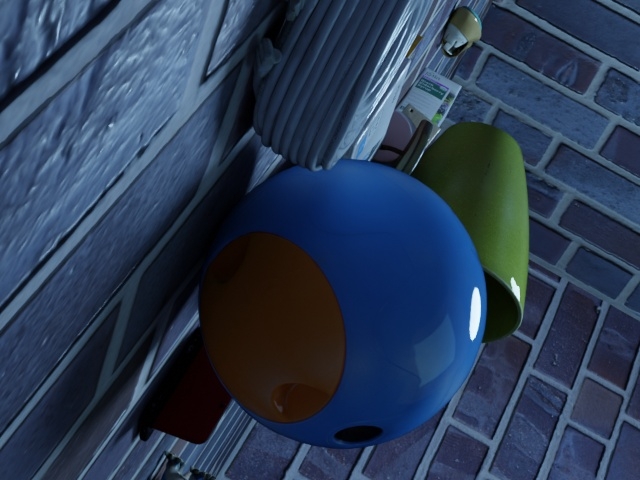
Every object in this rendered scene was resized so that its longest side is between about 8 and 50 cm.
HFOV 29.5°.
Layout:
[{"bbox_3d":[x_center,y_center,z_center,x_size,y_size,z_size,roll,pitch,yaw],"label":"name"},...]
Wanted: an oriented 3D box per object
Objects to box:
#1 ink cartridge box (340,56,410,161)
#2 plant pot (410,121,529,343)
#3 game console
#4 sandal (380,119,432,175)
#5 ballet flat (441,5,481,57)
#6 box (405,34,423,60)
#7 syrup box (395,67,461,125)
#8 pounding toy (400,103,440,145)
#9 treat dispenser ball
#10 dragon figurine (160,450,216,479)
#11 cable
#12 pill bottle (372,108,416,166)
[{"bbox_3d":[0.070,-0.191,1.621,0.261,0.066,0.296,-58,176,-16],"label":"ink cartridge box"},{"bbox_3d":[0.219,-0.033,1.907,0.275,0.274,0.294,112,0,-60],"label":"plant pot"},{"bbox_3d":[-0.144,0.182,1.446,0.144,0.085,0.124,-58,175,-27],"label":"game console"},{"bbox_3d":[0.045,-0.078,1.801,0.302,0.086,0.120,-39,-172,14],"label":"sandal"},{"bbox_3d":[0.302,-0.443,2.640,0.073,0.080,0.232,-45,174,-2],"label":"ballet flat"},{"bbox_3d":[0.117,-0.269,1.914,0.081,0.028,0.136,-64,177,39],"label":"box"},{"bbox_3d":[0.218,-0.275,2.620,0.237,0.093,0.096,-55,173,-52],"label":"syrup box"},{"bbox_3d":[0.131,-0.162,2.430,0.206,0.094,0.181,-51,180,-2],"label":"pounding toy"},{"bbox_3d":[0.022,0.062,1.212,0.288,0.288,0.288,-60,176,-7],"label":"treat dispenser ball"},{"bbox_3d":[-0.236,0.411,1.887,0.144,0.085,0.289,-60,175,-10],"label":"dragon figurine"},{"bbox_3d":[0.031,-0.182,1.041,0.257,0.089,0.257,-59,175,-22],"label":"cable"},{"bbox_3d":[0.101,-0.152,1.941,0.112,0.112,0.187,-60,176,-3],"label":"pill bottle"}]
